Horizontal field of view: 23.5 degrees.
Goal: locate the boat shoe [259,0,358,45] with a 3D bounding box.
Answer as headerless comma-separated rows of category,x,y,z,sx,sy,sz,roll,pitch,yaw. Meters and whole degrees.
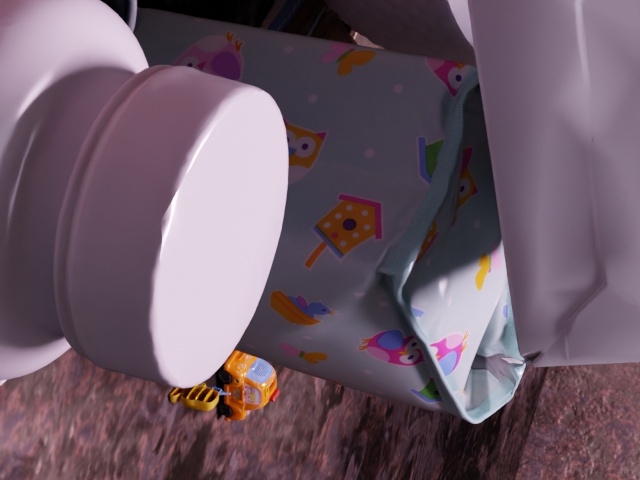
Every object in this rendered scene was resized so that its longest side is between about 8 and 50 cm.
boat shoe,-0.004,-0.125,1.025,0.066,0.066,0.183,53,54,-67

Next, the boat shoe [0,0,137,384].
boat shoe,-0.164,0.016,0.604,0.116,0.099,0.319,56,51,-67

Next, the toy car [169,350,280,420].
toy car,-0.063,0.114,1.078,0.122,0.041,0.060,-35,136,-64

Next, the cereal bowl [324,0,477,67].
cereal bowl,0.056,-0.275,0.937,0.339,0.141,0.338,7,90,-67

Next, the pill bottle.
pill bottle,-0.128,-0.028,0.481,0.124,0.222,0.124,14,90,-72

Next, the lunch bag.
lunch bag,0.000,0.000,0.874,0.262,0.223,0.160,58,48,-59

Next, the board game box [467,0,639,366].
board game box,0.144,-0.109,0.792,0.303,0.098,0.224,-71,154,-60
